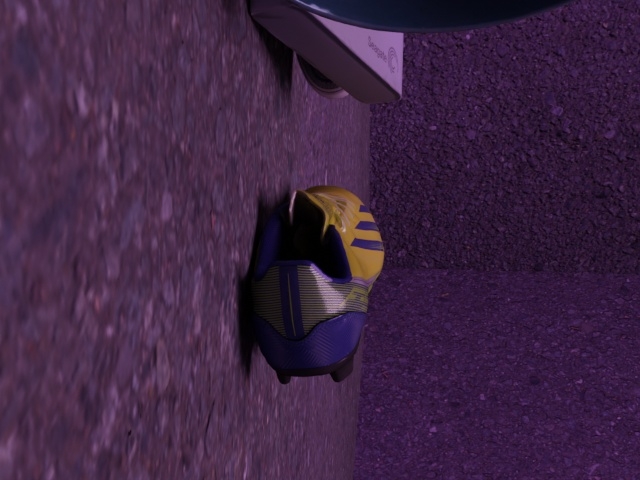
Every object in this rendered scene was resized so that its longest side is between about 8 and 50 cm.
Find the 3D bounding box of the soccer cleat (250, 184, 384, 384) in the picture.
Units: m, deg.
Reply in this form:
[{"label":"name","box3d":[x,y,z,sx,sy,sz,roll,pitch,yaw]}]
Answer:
[{"label":"soccer cleat","box3d":[0.001,0.000,0.707,0.289,0.093,0.121,-79,162,-64]}]

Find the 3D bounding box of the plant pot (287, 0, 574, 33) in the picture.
[{"label":"plant pot","box3d":[0.074,-0.278,0.456,0.290,0.290,0.195,79,5,-67]}]

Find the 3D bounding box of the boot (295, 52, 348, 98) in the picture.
[{"label":"boot","box3d":[-0.002,-0.233,0.799,0.086,0.069,0.190,26,57,-77]}]

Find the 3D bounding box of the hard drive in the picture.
[{"label":"hard drive","box3d":[0.019,-0.317,0.710,0.233,0.047,0.353,18,73,-65]}]
